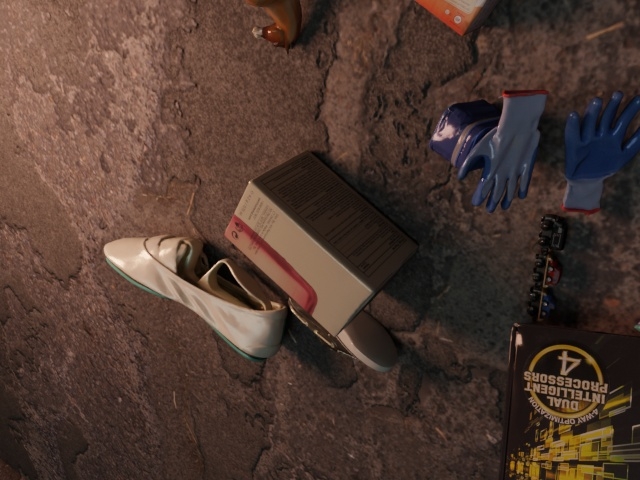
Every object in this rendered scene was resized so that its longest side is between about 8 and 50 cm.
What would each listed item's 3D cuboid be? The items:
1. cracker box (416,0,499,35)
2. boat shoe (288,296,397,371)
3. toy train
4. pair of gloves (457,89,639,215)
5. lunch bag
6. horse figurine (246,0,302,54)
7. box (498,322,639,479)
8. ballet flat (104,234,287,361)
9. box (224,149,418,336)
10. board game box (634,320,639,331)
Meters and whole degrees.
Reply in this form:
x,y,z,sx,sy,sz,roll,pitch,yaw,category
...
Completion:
x,y,z,sx,sy,sz,roll,pitch,yaw,category
0.162,-0.358,0.597,0.156,0.067,0.232,41,131,10,cracker box
0.035,0.148,0.977,0.219,0.078,0.070,41,132,21,boat shoe
0.296,0.039,0.755,0.036,0.027,0.158,9,120,20,toy train
0.256,-0.094,0.645,0.199,0.023,0.159,0,129,-2,pair of gloves
0.189,-0.123,0.694,0.065,0.099,0.067,47,138,30,lunch bag
-0.073,-0.383,0.729,0.175,0.066,0.263,17,120,-14,horse figurine
0.410,0.272,0.656,0.395,0.097,0.317,3,83,35,box
-0.227,0.071,1.102,0.401,0.139,0.139,32,130,12,ballet flat
0.000,0.000,0.864,0.232,0.149,0.126,43,132,9,box
0.445,0.057,0.556,0.160,0.047,0.210,41,99,21,board game box
